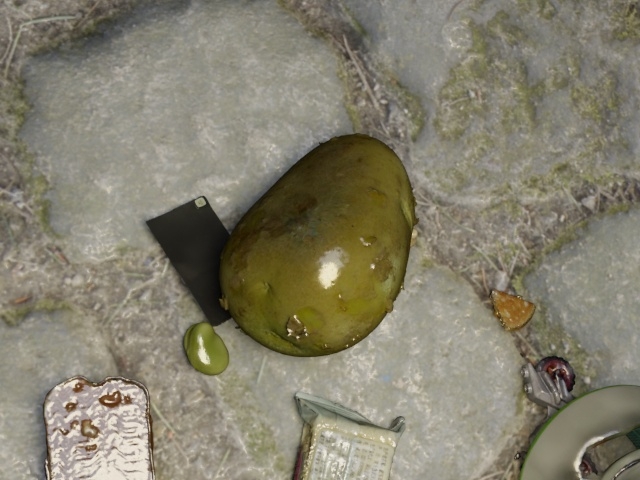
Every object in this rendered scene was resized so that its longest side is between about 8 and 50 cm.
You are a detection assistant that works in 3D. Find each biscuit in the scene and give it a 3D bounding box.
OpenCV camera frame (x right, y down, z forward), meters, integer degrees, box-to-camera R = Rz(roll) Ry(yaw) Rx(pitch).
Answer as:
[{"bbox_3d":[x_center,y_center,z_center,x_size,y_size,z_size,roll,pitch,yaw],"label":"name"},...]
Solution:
[{"bbox_3d":[0.017,0.382,1.431,0.186,0.079,0.309,14,72,-6],"label":"biscuit"}]

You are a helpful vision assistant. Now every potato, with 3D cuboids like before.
[{"bbox_3d":[0.018,-0.001,1.458,0.269,0.219,0.359,17,61,35],"label":"potato"}]

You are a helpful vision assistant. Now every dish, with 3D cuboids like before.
[{"bbox_3d":[0.459,0.381,1.447,0.324,0.124,0.324,-1,96,-14],"label":"dish"}]

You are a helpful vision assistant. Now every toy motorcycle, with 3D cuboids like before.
[{"bbox_3d":[0.351,0.287,1.536,0.122,0.080,0.215,-4,71,-17],"label":"toy motorcycle"}]

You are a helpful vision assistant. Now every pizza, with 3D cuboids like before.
[{"bbox_3d":[0.302,0.110,1.605,0.083,0.025,0.078,-29,66,-36],"label":"pizza"}]

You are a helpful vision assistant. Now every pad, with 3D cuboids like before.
[{"bbox_3d":[-0.170,0.029,1.516,0.116,0.004,0.193,-28,81,-36],"label":"pad"}]

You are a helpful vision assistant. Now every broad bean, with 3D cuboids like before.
[{"bbox_3d":[-0.170,0.161,1.475,0.063,0.045,0.083,-25,86,-38],"label":"broad bean"}]

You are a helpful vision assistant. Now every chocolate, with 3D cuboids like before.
[{"bbox_3d":[-0.305,0.297,1.376,0.148,0.093,0.214,-1,75,-14],"label":"chocolate"}]

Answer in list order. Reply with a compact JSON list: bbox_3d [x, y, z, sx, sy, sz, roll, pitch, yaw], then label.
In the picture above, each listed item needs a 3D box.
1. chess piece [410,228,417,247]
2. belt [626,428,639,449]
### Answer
[{"bbox_3d":[0.133,0.001,1.562,0.035,0.092,0.035,4,72,-11],"label":"chess piece"},{"bbox_3d":[0.553,0.320,1.578,0.100,0.065,0.179,-38,85,-10],"label":"belt"}]
